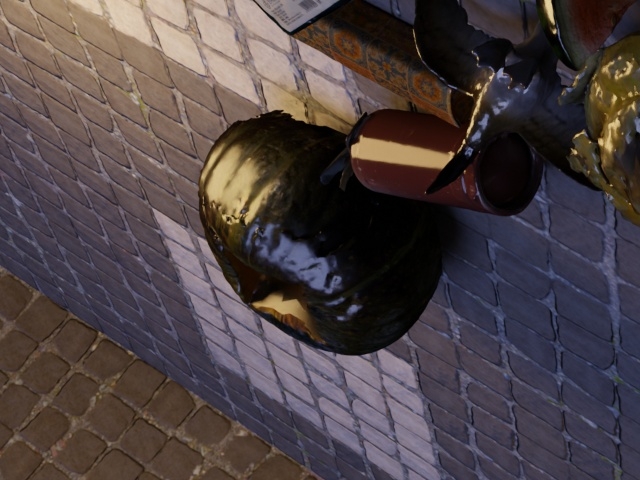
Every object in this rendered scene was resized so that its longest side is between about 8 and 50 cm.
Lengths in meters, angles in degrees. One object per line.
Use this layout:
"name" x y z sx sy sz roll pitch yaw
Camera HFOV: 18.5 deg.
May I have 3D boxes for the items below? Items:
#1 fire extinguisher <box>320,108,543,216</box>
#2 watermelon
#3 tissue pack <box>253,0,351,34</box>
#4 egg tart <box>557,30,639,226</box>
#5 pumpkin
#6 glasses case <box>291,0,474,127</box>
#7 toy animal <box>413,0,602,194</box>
"fire extinguisher" 0.105 -0.084 2.054 0.269 0.105 0.105 13 147 51
"watermelon" 0.224 -0.220 1.618 0.094 0.125 0.135 5 132 9
"tissue pack" -0.007 -0.267 1.885 0.103 0.090 0.170 44 158 -12
"egg tart" 0.324 -0.062 1.651 0.297 0.132 0.297 22 161 8
"pumpkin" 0.000 0.000 2.293 0.320 0.192 0.320 32 159 14
"glasses case" 0.059 -0.191 1.986 0.218 0.049 0.075 31 158 25
"toy animal" 0.154 -0.132 1.761 0.272 0.197 0.160 40 158 13
